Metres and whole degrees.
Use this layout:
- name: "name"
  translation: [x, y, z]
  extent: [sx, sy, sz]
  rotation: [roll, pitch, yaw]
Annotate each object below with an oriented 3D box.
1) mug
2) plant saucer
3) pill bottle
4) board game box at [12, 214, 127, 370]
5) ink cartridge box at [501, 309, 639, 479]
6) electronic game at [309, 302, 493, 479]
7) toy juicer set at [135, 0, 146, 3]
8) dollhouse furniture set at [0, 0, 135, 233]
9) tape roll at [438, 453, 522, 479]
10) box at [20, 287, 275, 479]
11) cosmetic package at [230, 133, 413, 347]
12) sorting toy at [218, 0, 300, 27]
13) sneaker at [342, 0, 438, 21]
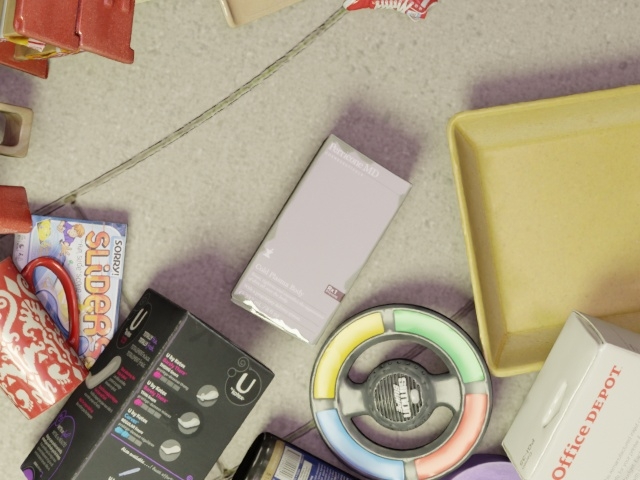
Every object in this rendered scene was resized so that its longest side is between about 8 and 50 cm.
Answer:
- name: "mug"
  translation: [-0.344, 0.107, 1.679]
  extent: [0.150, 0.113, 0.169]
  rotation: [-37, 97, -4]
- name: "plant saucer"
  translation: [0.336, -0.017, 1.811]
  extent: [0.333, 0.081, 0.333]
  rotation: [-9, 90, -7]
- name: "pill bottle"
  translation: [-0.002, 0.334, 1.744]
  extent: [0.219, 0.123, 0.123]
  rotation: [29, 86, -5]
- name: "board game box"
  translation: [-0.313, 0.073, 1.754]
  extent: [0.136, 0.035, 0.201]
  rotation: [5, 89, -7]
- name: "ink cartridge box"
  translation: [0.397, 0.231, 1.746]
  extent: [0.283, 0.117, 0.207]
  rotation: [21, 105, -17]
- name: "electronic game"
  translation: [0.099, 0.191, 1.768]
  extent: [0.229, 0.048, 0.229]
  rotation: [1, 95, 10]
- name: "toy juicer set"
  translation: [-0.172, -0.434, 1.765]
  extent: [0.209, 0.089, 0.329]
  rotation: [5, 101, -27]
- name: "dollhouse furniture set"
  translation: [-0.342, -0.142, 1.643]
  extent: [0.152, 0.201, 0.374]
  rotation: [11, 85, -41]
- name: "tape roll"
  translation: [0.214, 0.365, 1.791]
  extent: [0.189, 0.080, 0.189]
  rotation: [0, 89, -8]
- name: "box"
  translation: [-0.205, 0.214, 1.680]
  extent: [0.143, 0.165, 0.270]
  rotation: [37, 83, -24]
- name: "cosmetic package"
  translation: [0.000, 0.000, 1.760]
  extent: [0.127, 0.107, 0.238]
  rotation: [30, 89, -3]
- name: "sorting toy"
  translation: [-0.056, -0.386, 1.759]
  extent: [0.208, 0.038, 0.193]
  rotation: [-26, 114, -16]
- name: "sneaker"
  translation: [0.092, -0.299, 1.804]
  extent: [0.118, 0.042, 0.067]
  rotation: [-25, 89, -9]
